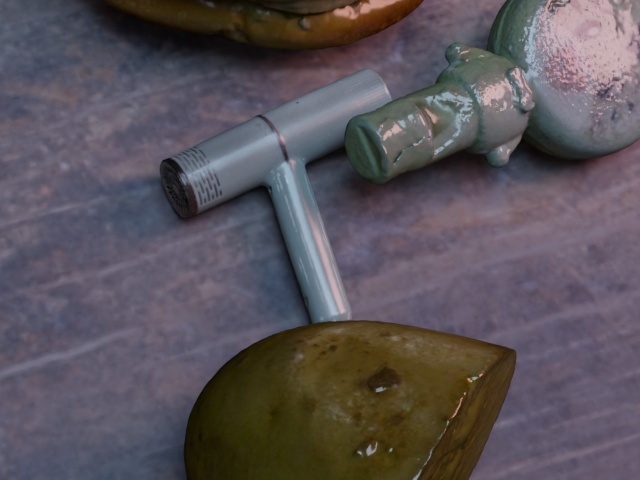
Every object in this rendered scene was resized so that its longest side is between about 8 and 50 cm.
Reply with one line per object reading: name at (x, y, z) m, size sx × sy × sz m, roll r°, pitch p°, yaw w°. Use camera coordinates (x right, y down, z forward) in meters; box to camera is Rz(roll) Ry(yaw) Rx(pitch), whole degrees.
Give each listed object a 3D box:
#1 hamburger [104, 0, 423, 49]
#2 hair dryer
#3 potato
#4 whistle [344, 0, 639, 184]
hamburger at (-0.046, -0.273, 1.265) m, size 0.314 × 0.170 × 0.289 m, roll 10°, pitch 61°, yaw -7°
hair dryer at (0.008, -0.002, 1.244) m, size 0.155 × 0.044 × 0.183 m, roll -27°, pitch 82°, yaw -19°
potato at (-0.001, 0.124, 1.129) m, size 0.158 × 0.178 × 0.203 m, roll 22°, pitch 80°, yaw 15°
whistle at (0.128, -0.098, 1.276) m, size 0.258 × 0.067 × 0.126 m, roll -24°, pitch 93°, yaw -28°
